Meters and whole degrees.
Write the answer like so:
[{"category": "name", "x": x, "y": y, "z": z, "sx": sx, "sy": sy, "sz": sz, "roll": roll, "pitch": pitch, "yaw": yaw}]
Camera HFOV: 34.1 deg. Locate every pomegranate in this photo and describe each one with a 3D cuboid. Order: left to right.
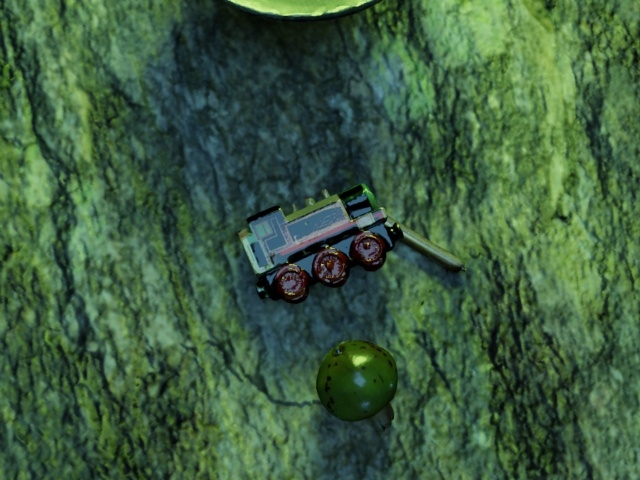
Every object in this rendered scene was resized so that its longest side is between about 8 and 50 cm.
[{"category": "pomegranate", "x": 0.039, "y": 0.123, "z": 0.893, "sx": 0.084, "sy": 0.073, "sz": 0.073, "roll": 23, "pitch": 78, "yaw": -20}]

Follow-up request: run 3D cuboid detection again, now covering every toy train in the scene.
[{"category": "toy train", "x": 0.000, "y": 0.000, "z": 0.913, "sx": 0.137, "sy": 0.050, "sz": 0.087, "roll": -23, "pitch": 84, "yaw": -2}]

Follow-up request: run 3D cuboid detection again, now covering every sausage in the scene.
[{"category": "sausage", "x": 0.088, "y": 0.002, "z": 0.944, "sx": 0.100, "sy": 0.015, "sz": 0.015, "roll": 30, "pitch": 79, "yaw": 0}]

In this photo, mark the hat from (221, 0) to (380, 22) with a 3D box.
[{"category": "hat", "x": -0.024, "y": -0.292, "z": 0.924, "sx": 0.257, "sy": 0.130, "sz": 0.257, "roll": 1, "pitch": 79, "yaw": -6}]
